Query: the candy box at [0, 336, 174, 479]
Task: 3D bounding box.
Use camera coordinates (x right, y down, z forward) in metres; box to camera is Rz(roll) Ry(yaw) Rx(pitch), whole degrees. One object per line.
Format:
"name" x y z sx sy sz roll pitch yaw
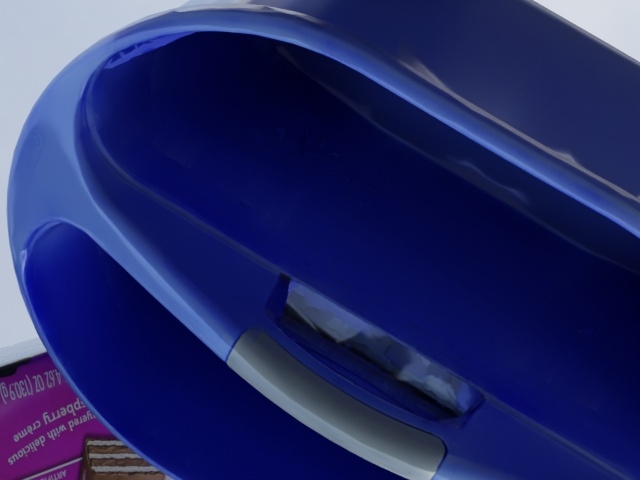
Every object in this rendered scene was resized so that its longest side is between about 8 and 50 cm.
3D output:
"candy box" -0.114 0.164 0.859 0.159 0.071 0.233 -18 -83 -50

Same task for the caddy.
"caddy" 0.035 0.027 0.770 0.341 0.241 0.179 30 -142 6
